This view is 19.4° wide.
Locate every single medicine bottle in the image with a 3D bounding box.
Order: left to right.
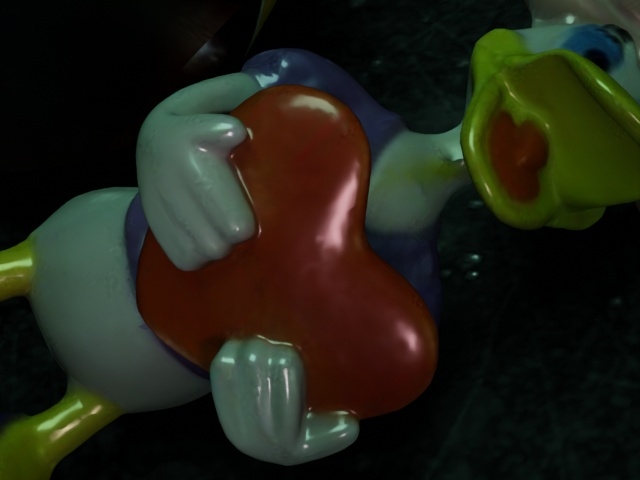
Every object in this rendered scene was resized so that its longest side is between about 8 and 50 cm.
[{"bbox_3d":[-0.105,-0.225,0.933,0.243,0.242,0.395,-3,38,16],"label":"medicine bottle"}]

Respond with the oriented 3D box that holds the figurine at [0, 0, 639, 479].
[{"bbox_3d":[-0.004,0.003,0.727,0.421,0.154,0.193,-25,7,4],"label":"figurine"}]
